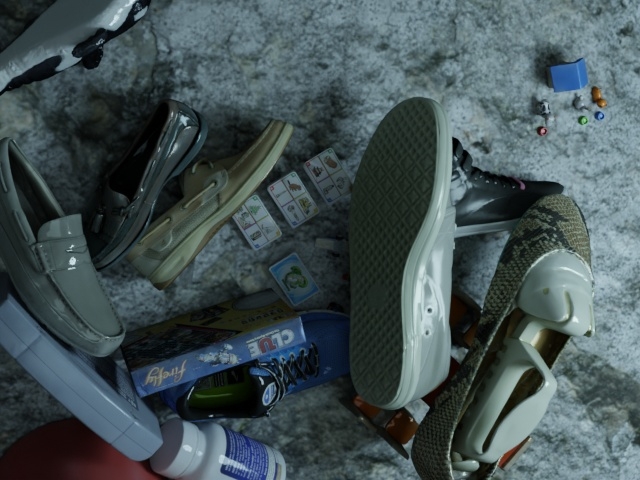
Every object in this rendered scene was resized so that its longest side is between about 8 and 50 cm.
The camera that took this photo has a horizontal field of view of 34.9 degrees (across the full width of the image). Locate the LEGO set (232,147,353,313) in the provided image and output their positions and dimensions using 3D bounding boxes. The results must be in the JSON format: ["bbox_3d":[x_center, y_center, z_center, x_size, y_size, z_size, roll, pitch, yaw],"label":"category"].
[{"bbox_3d":[0.000,0.000,1.554,0.182,0.060,0.244,-32,108,4],"label":"LEGO set"}]

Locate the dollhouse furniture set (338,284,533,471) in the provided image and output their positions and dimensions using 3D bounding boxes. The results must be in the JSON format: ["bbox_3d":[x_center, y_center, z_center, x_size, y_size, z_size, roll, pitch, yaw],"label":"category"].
[{"bbox_3d":[0.208,0.240,1.609,0.259,0.135,0.262,43,87,-21],"label":"dollhouse furniture set"}]

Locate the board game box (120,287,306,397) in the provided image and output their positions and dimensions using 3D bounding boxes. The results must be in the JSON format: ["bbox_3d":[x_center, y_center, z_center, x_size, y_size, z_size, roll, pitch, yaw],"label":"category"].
[{"bbox_3d":[-0.160,0.141,1.457,0.243,0.165,0.042,-17,106,-13],"label":"board game box"}]

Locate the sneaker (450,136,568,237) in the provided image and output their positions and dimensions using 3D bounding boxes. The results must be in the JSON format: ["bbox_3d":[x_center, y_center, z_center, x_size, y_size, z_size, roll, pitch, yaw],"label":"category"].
[{"bbox_3d":[0.244,-0.093,1.565,0.295,0.104,0.147,-10,110,-11],"label":"sneaker"}]

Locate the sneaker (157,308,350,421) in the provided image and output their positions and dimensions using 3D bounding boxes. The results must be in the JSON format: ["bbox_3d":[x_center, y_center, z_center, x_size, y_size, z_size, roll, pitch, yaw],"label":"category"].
[{"bbox_3d":[-0.072,0.202,1.503,0.329,0.147,0.130,-16,112,-13],"label":"sneaker"}]

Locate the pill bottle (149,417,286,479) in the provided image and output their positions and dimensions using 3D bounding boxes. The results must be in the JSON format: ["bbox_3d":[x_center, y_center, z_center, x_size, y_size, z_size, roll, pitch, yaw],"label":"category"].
[{"bbox_3d":[-0.154,0.333,1.511,0.186,0.112,0.112,31,91,-32],"label":"pill bottle"}]

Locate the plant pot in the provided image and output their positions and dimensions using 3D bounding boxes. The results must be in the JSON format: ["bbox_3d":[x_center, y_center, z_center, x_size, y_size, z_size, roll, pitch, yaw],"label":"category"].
[{"bbox_3d":[-0.327,0.414,1.420,0.274,0.243,0.275,-4,102,-17],"label":"plant pot"}]

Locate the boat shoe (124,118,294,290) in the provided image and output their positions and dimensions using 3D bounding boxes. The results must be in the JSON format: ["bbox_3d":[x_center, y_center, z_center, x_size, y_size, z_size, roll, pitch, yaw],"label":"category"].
[{"bbox_3d":[-0.160,-0.069,1.445,0.098,0.109,0.302,42,92,-5],"label":"boat shoe"}]

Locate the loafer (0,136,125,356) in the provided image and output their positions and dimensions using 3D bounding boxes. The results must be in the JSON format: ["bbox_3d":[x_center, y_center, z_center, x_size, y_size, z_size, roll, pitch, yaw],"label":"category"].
[{"bbox_3d":[-0.357,0.009,1.340,0.111,0.112,0.319,-39,88,21],"label":"loafer"}]

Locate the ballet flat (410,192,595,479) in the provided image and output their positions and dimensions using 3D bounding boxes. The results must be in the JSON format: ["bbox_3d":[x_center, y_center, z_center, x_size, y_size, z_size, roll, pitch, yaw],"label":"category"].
[{"bbox_3d":[0.297,0.165,1.479,0.164,0.182,0.483,28,89,-21],"label":"ballet flat"}]

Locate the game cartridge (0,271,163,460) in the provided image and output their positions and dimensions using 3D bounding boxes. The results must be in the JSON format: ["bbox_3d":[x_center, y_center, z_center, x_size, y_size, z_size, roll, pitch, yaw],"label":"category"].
[{"bbox_3d":[-0.337,0.173,1.390,0.060,0.196,0.294,-44,110,-5],"label":"game cartridge"}]

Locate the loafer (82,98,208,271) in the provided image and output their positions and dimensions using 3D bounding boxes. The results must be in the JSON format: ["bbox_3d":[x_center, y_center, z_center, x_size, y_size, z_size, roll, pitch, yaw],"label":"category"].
[{"bbox_3d":[-0.264,-0.082,1.399,0.268,0.096,0.084,-54,150,0],"label":"loafer"}]

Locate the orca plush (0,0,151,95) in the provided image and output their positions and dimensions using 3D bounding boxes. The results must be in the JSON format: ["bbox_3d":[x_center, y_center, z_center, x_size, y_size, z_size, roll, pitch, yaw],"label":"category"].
[{"bbox_3d":[-0.329,-0.246,1.356,0.287,0.151,0.102,-47,142,-6],"label":"orca plush"}]

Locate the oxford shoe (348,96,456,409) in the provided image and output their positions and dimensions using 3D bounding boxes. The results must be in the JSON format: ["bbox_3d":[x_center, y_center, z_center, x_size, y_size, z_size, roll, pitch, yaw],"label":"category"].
[{"bbox_3d":[0.132,0.019,1.481,0.130,0.169,0.450,2,93,-42],"label":"oxford shoe"}]

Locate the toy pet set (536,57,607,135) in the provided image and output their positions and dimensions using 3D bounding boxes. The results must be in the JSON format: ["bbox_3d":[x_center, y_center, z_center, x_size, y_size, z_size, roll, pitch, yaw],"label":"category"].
[{"bbox_3d":[0.405,-0.229,1.610,0.122,0.065,0.114,-17,106,-14],"label":"toy pet set"}]
